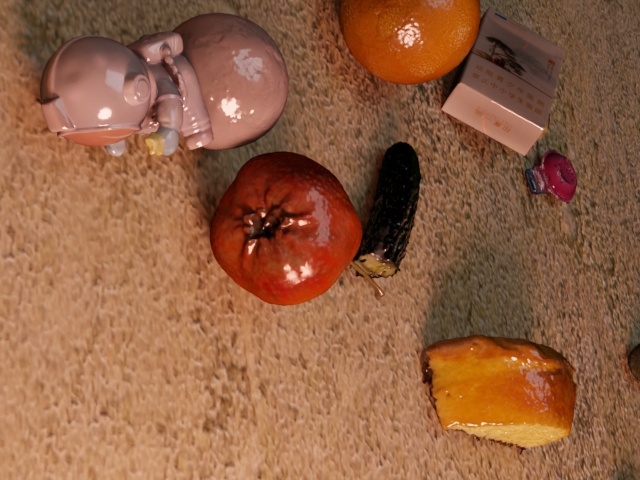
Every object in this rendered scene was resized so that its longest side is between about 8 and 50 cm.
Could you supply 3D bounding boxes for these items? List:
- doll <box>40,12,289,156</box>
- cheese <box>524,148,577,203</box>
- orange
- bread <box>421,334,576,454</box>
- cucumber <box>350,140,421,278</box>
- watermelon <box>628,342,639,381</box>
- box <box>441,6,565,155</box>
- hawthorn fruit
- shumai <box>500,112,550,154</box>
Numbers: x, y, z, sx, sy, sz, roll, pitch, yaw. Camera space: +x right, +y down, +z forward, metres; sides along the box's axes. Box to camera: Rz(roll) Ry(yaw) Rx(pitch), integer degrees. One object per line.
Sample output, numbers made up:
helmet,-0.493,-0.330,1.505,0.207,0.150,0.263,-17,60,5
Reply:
doll,-0.155,-0.152,1.085,0.287,0.151,0.151,-15,84,-50
cheese,0.385,-0.104,1.820,0.145,0.038,0.095,-11,79,-47
orange,0.121,-0.304,1.471,0.206,0.206,0.206,27,52,-41
bread,0.257,0.193,1.423,0.260,0.134,0.129,20,58,-45
cucumber,0.094,-0.041,1.401,0.067,0.067,0.245,48,40,-25
watermelon,0.562,0.205,1.849,0.110,0.078,0.078,-2,74,-53
box,0.288,-0.252,1.707,0.149,0.067,0.233,31,44,-5
hawthorn fruit,0.000,0.000,1.205,0.285,0.165,0.165,17,58,-57
shumai,0.328,-0.184,1.754,0.082,0.080,0.083,39,47,-30
